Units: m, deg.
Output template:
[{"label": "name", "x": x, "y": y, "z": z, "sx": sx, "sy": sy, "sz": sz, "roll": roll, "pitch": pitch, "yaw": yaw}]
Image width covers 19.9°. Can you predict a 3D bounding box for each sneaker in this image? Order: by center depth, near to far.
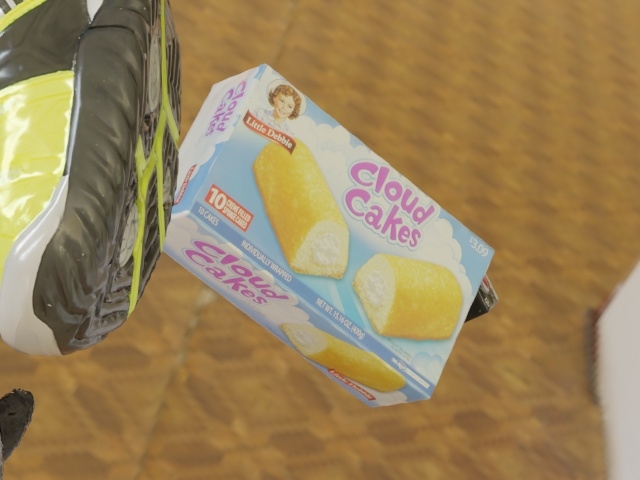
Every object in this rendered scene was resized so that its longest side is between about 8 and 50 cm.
[{"label": "sneaker", "x": -0.147, "y": -0.121, "z": 0.912, "sx": 0.147, "sy": 0.145, "sz": 0.385, "roll": -1, "pitch": 64, "yaw": 0}]

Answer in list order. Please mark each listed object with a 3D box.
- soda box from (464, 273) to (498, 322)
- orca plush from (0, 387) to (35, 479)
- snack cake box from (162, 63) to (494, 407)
[{"label": "soda box", "x": 0.097, "y": 0.077, "z": 1.903, "sx": 0.060, "sy": 0.169, "sz": 0.053, "roll": 64, "pitch": 21, "yaw": -3}, {"label": "orca plush", "x": -0.240, "y": 0.104, "z": 1.172, "sx": 0.102, "sy": 0.151, "sz": 0.287, "roll": 0, "pitch": 64, "yaw": -42}, {"label": "snack cake box", "x": 0.000, "y": 0.000, "z": 1.474, "sx": 0.264, "sy": 0.089, "sz": 0.152, "roll": 38, "pitch": 63, "yaw": -23}]
